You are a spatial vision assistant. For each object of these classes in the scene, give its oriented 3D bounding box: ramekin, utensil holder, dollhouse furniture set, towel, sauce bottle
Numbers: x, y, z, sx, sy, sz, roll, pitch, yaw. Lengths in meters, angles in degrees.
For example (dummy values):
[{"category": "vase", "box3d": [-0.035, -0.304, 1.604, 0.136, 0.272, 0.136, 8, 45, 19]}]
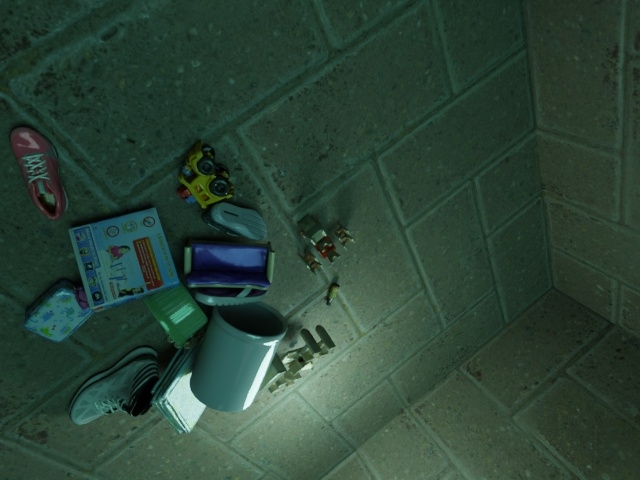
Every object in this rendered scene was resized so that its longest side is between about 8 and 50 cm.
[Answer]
[{"category": "ramekin", "box3d": [-0.590, 0.261, 1.696, 0.148, 0.303, 0.304, -36, 129, -18]}, {"category": "utensil holder", "box3d": [-0.358, 0.483, 1.802, 0.327, 0.327, 0.386, 12, 107, -34]}, {"category": "dollhouse furniture set", "box3d": [-0.200, 0.567, 2.118, 0.362, 0.257, 0.394, -47, 154, 22]}, {"category": "towel", "box3d": [-0.597, 0.649, 1.924, 0.375, 0.090, 0.321, -61, 148, -44]}, {"category": "sauce bottle", "box3d": [0.064, 0.292, 2.244, 0.042, 0.042, 0.128, 7, 111, -33]}, {"category": "dollhouse furniture set", "box3d": [0.000, 0.000, 2.012, 0.262, 0.135, 0.259, -40, 140, -4]}]

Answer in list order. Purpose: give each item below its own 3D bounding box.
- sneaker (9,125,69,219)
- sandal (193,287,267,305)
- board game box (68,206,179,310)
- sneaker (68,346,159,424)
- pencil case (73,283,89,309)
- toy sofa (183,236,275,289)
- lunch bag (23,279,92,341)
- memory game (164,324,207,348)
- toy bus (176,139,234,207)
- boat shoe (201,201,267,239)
[{"category": "sneaker", "box3d": [-0.895, -0.209, 1.349, 0.115, 0.136, 0.314, -18, 124, -21]}, {"category": "sandal", "box3d": [-0.358, 0.203, 1.799, 0.416, 0.169, 0.102, -3, 109, -64]}, {"category": "board game box", "box3d": [-0.708, 0.066, 1.526, 0.301, 0.086, 0.309, -17, 79, -20]}, {"category": "sneaker", "box3d": [-0.882, 0.679, 1.784, 0.447, 0.257, 0.169, -40, 129, -4]}, {"category": "pencil case", "box3d": [-0.823, 0.179, 1.603, 0.209, 0.098, 0.095, -24, 146, -52]}, {"category": "toy sofa", "box3d": [-0.375, 0.093, 1.734, 0.362, 0.177, 0.150, 4, 112, -13]}, {"category": "lunch bag", "box3d": [-0.989, 0.272, 1.598, 0.219, 0.090, 0.176, -45, 129, -1]}, {"category": "memory game", "box3d": [-0.602, 0.393, 1.873, 0.186, 0.012, 0.186, 3, 80, -19]}, {"category": "toy bus", "box3d": [-0.465, -0.236, 1.593, 0.211, 0.149, 0.220, -26, 126, 5]}, {"category": "boat shoe", "box3d": [-0.355, -0.080, 1.748, 0.335, 0.119, 0.121, 30, 56, -55]}]
